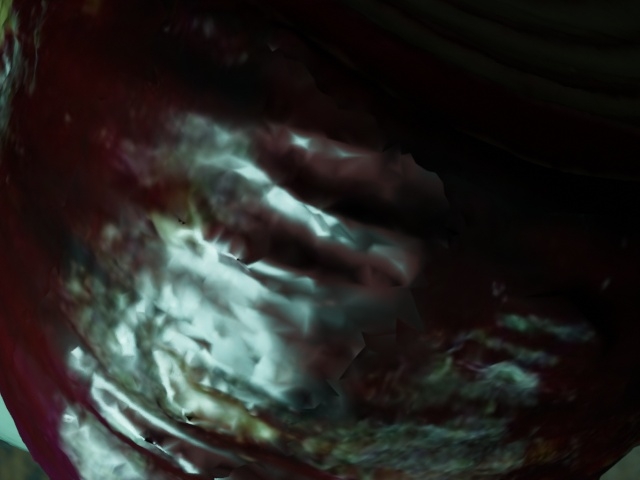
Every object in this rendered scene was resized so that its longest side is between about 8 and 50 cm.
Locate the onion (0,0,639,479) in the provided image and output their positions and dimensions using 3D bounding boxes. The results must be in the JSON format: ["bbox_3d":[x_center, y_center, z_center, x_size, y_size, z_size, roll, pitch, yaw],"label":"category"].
[{"bbox_3d":[-0.001,0.004,0.526,0.216,0.207,0.206,20,122,-11],"label":"onion"}]

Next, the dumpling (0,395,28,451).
[{"bbox_3d":[-0.100,0.014,0.685,0.217,0.149,0.105,34,86,-5],"label":"dumpling"}]
